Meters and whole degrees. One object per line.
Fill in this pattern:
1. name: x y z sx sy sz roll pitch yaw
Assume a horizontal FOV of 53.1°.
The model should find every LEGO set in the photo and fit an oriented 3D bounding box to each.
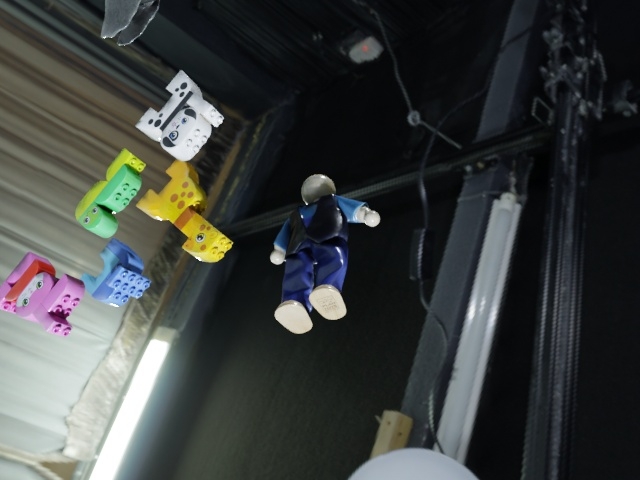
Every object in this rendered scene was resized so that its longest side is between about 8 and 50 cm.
1. LEGO set: -0.132 -0.006 0.501 0.093 0.087 0.227 37 -93 31

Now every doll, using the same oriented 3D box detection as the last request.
1. doll: 0.000 0.000 0.638 0.129 0.046 0.189 -25 -144 22

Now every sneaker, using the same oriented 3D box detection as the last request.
1. sneaker: -0.197 -0.297 0.666 0.089 0.051 0.170 -14 -97 19
